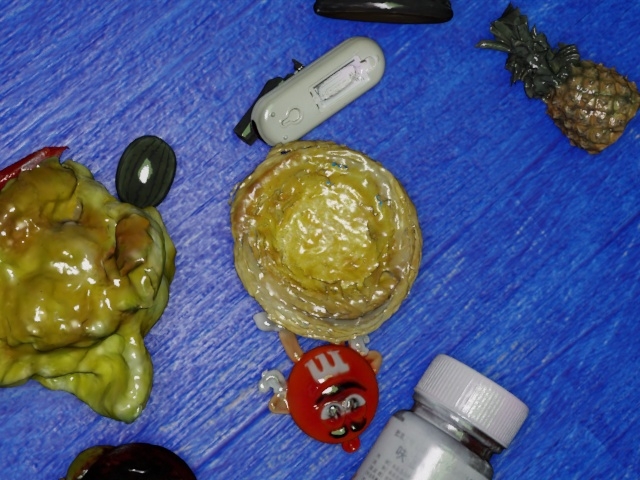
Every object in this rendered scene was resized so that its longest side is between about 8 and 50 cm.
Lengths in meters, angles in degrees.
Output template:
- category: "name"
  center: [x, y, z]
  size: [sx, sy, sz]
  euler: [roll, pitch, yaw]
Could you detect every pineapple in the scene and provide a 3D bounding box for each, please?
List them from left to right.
- category: "pineapple"
  center: [0.344, -0.239, 1.474]
  size: [0.248, 0.128, 0.128]
  euler: [39, 83, 0]

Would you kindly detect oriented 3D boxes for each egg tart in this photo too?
- category: "egg tart"
  center: [0.000, 0.000, 1.410]
  size: [0.291, 0.107, 0.290]
  euler: [2, 76, -7]

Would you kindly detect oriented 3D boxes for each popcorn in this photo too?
- category: "popcorn"
  center: [-0.314, 0.080, 1.273]
  size: [0.321, 0.290, 0.325]
  euler: [-40, 91, 1]

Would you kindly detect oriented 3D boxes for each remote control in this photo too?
- category: "remote control"
  center: [0.000, -0.210, 1.434]
  size: [0.221, 0.042, 0.078]
  euler: [-37, 119, -14]

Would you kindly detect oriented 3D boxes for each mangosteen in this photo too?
- category: "mangosteen"
  center: [-0.252, 0.355, 1.319]
  size: [0.210, 0.210, 0.209]
  euler: [0, 88, -9]

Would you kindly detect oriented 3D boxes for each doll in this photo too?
- category: "doll"
  center: [0.004, 0.193, 1.418]
  size: [0.183, 0.085, 0.217]
  euler: [-11, 81, -11]

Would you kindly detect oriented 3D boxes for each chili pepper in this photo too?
- category: "chili pepper"
  center: [-0.449, -0.050, 1.366]
  size: [0.268, 0.050, 0.059]
  euler: [-38, 79, -9]

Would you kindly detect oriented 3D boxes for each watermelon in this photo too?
- category: "watermelon"
  center: [-0.239, -0.089, 1.388]
  size: [0.078, 0.078, 0.110]
  euler: [17, 86, -9]

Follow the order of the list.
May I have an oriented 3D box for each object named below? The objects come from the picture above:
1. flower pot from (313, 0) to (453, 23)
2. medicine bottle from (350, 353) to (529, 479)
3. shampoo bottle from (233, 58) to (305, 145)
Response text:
- category: "flower pot"
  center: [0.093, -0.433, 1.373]
  size: [0.267, 0.266, 0.267]
  euler: [1, 100, -9]
- category: "medicine bottle"
  center: [0.153, 0.306, 1.396]
  size: [0.165, 0.165, 0.273]
  euler: [34, 85, -7]
- category: "shampoo bottle"
  center: [-0.069, -0.196, 1.443]
  size: [0.048, 0.027, 0.137]
  euler: [41, 82, -16]
